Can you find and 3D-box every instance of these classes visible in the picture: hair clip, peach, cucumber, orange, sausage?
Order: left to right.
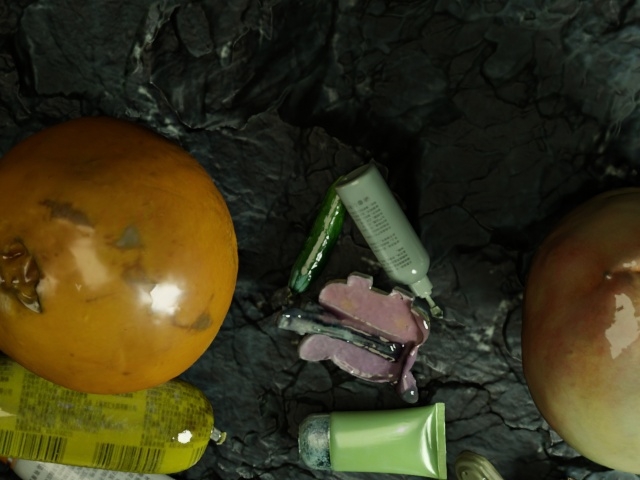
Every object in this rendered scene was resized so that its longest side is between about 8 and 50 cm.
[{"bbox_3d":[-0.280,0.207,1.401,0.347,0.123,0.123,11,101,-15],"label":"sausage"},{"bbox_3d":[-0.239,0.018,1.316,0.312,0.312,0.312,2,98,13],"label":"orange"},{"bbox_3d":[0.000,0.000,1.388,0.039,0.039,0.168,25,99,9],"label":"cucumber"},{"bbox_3d":[0.040,0.103,1.372,0.187,0.056,0.146,15,122,1],"label":"hair clip"},{"bbox_3d":[0.318,0.084,1.190,0.247,0.292,0.292,2,99,40],"label":"peach"}]

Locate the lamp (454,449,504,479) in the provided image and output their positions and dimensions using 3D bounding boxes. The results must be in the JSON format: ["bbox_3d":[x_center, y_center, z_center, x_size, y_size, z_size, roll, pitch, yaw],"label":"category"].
[{"bbox_3d":[0.146,0.404,1.352,0.283,0.124,0.203,-44,75,1],"label":"lamp"}]

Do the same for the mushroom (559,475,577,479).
[{"bbox_3d":[0.314,0.374,1.349,0.094,0.072,0.210,-40,82,13],"label":"mushroom"}]

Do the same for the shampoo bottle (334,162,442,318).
[{"bbox_3d":[0.087,0.006,1.354,0.056,0.056,0.195,-27,104,15],"label":"shampoo bottle"}]

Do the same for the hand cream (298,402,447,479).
[{"bbox_3d":[0.062,0.240,1.406,0.175,0.046,0.095,-2,96,7],"label":"hand cream"}]

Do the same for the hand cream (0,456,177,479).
[{"bbox_3d":[-0.270,0.303,1.470,0.314,0.089,0.139,37,83,5],"label":"hand cream"}]
